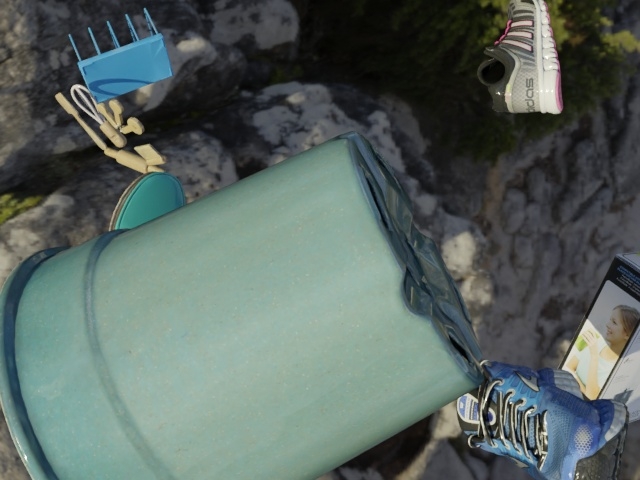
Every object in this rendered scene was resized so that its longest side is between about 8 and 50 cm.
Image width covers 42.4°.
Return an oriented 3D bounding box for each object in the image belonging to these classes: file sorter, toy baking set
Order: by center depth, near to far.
[{"bbox_3d":[-0.403,-0.217,1.625,0.030,0.256,0.196,-51,145,-29],"label":"toy baking set"},{"bbox_3d":[-0.401,-0.375,1.656,0.170,0.118,0.104,-22,64,-10],"label":"file sorter"}]

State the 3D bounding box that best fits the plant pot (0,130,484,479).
[{"bbox_3d":[-0.051,0.087,0.769,0.334,0.341,0.341,-27,113,14],"label":"plant pot"}]

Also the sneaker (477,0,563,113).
[{"bbox_3d":[0.191,-0.184,0.816,0.063,0.075,0.170,70,17,-48],"label":"sneaker"}]

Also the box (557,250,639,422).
[{"bbox_3d":[0.477,0.156,1.277,0.169,0.087,0.289,-5,125,-35],"label":"box"}]

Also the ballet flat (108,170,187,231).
[{"bbox_3d":[-0.255,0.049,1.128,0.108,0.106,0.315,21,54,-21],"label":"ballet flat"}]

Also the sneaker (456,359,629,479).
[{"bbox_3d":[0.220,0.204,0.882,0.147,0.330,0.129,11,91,-1],"label":"sneaker"}]
